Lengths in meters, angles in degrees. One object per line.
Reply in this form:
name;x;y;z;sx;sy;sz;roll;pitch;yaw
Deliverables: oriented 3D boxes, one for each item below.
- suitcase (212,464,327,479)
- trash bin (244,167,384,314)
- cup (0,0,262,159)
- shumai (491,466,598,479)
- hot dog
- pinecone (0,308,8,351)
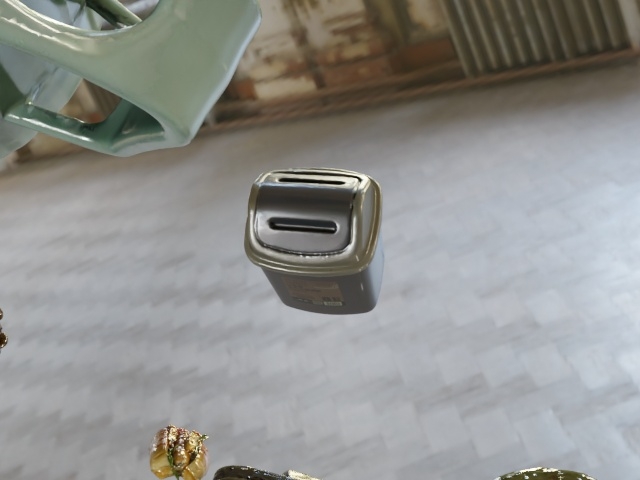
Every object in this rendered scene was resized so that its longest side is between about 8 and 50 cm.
suitcase;0.052;0.371;1.159;0.434;0.283;0.194;15;55;-5
trash bin;0.000;0.000;1.836;0.210;0.290;0.182;3;65;11
cup;-0.245;-0.156;0.571;0.310;0.400;0.392;-32;-8;-4
shumai;0.310;0.514;1.612;0.324;0.397;0.323;-28;-8;-11
hot dog;-0.237;0.354;1.950;0.104;0.076;0.250;12;-4;-6
pinecone;-0.480;0.111;1.406;0.195;0.149;0.179;8;31;4
